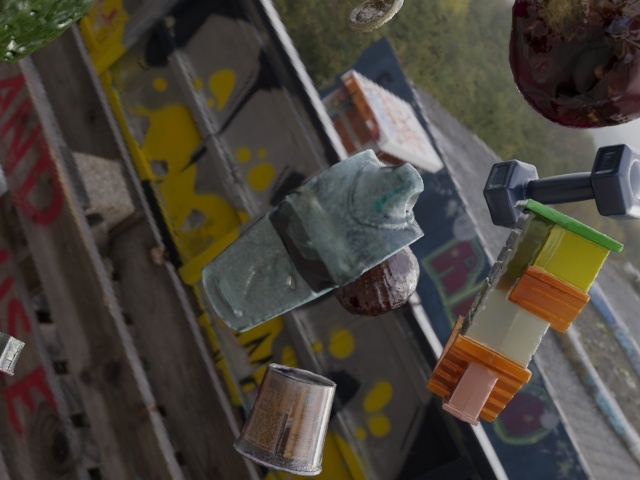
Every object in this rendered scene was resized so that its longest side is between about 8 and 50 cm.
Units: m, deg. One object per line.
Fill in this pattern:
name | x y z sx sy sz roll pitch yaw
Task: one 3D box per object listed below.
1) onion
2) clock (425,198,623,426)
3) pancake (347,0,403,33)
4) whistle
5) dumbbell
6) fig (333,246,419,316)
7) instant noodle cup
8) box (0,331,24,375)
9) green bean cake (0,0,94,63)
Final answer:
onion | 0.543 -0.358 1.484 0.385 0.348 0.347 13 47 -43
clock | 0.228 0.087 0.950 0.106 0.255 0.220 27 7 8
pancake | 0.128 -0.547 1.929 0.025 0.152 0.151 52 22 -34
whistle | -0.016 0.008 1.306 0.168 0.405 0.188 58 3 3
dumbbell | 0.497 -0.105 1.647 0.157 0.316 0.143 9 80 -45
fig | 0.106 0.024 1.883 0.216 0.217 0.320 -95 168 -47
instant noodle cup | -0.072 0.407 1.867 0.217 0.218 0.207 17 90 -56
box | -0.566 0.188 1.394 0.060 0.085 0.063 60 48 -66
green bean cake | -0.557 -0.451 1.489 0.156 0.247 0.250 55 1 -1
